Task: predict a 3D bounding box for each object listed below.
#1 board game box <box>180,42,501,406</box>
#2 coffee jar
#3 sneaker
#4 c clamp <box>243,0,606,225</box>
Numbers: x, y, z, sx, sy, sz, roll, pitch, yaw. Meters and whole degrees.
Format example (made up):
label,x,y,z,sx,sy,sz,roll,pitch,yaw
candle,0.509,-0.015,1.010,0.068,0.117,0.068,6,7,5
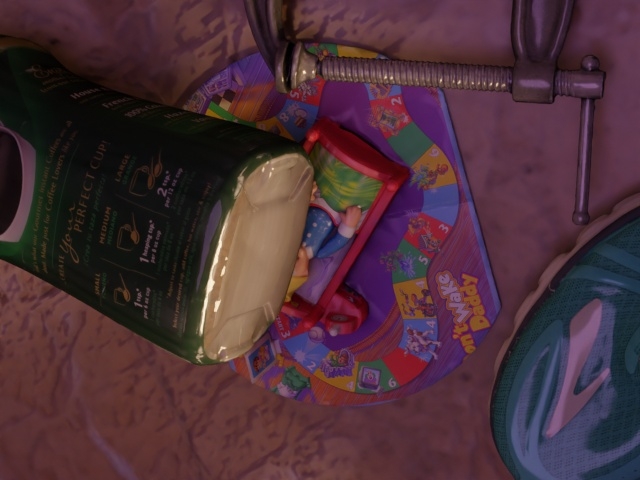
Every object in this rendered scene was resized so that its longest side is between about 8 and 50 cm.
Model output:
label,x,y,z,sx,sy,sz,roll,pitch,yaw
board game box,0.000,0.000,0.650,0.133,0.033,0.168,-11,104,20
coffee jar,-0.100,-0.024,0.631,0.184,0.079,0.096,23,109,23
sneaker,0.171,0.017,0.563,0.275,0.110,0.107,-38,94,24
c clamp,0.040,-0.086,0.606,0.161,0.022,0.137,11,100,13
